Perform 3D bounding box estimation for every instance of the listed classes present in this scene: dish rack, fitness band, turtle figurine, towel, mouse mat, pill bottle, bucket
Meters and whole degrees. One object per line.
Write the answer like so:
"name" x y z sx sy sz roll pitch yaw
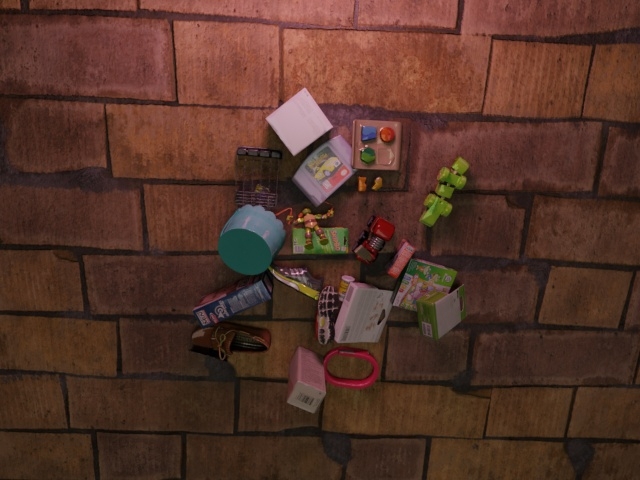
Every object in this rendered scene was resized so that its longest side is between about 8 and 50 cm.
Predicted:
"dish rack" -0.278 -0.274 1.823 0.209 0.074 0.271 5 101 -2
"fitness band" 0.149 0.647 2.091 0.291 0.054 0.208 10 107 -3
"turtle figurine" -0.056 -0.066 1.852 0.270 0.087 0.217 -9 60 -12
"towel" -0.275 -0.210 1.877 0.060 0.009 0.083 27 102 -9
"mouse mat" -0.543 0.558 2.003 0.190 0.152 0.007 20 74 -6
"pill bottle" 0.122 0.231 1.973 0.065 0.065 0.116 10 104 -4
"bucket" -0.303 0.004 1.801 0.282 0.183 0.281 6 122 9

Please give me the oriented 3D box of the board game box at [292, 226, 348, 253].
"board game box" 0.000 0.000 1.926 0.260 0.039 0.124 0 104 1

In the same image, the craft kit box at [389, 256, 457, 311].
"craft kit box" 0.493 0.224 1.980 0.247 0.061 0.249 15 104 -13

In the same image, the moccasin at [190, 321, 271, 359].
"moccasin" -0.431 0.486 1.980 0.381 0.147 0.139 12 103 -5

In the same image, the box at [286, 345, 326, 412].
"box" -0.067 0.647 1.948 0.148 0.311 0.121 26 102 -7

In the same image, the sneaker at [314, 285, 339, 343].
"sneaker" 0.012 0.354 1.983 0.108 0.118 0.278 11 83 -23

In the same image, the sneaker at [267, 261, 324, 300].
"sneaker" -0.119 0.164 1.942 0.300 0.111 0.121 30 79 -5

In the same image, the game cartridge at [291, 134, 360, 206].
"game cartridge" 0.025 -0.315 1.821 0.294 0.060 0.196 -43 98 2

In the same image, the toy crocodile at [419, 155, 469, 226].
"toy crocodile" 0.553 -0.219 1.860 0.115 0.105 0.340 22 107 -7

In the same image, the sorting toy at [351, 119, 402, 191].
"sorting toy" 0.246 -0.366 1.798 0.229 0.041 0.306 1 96 -11

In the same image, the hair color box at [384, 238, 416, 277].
"hair color box" 0.371 0.084 1.928 0.053 0.093 0.167 31 101 -9

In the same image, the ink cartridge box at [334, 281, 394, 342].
"ink cartridge box" 0.213 0.355 2.001 0.261 0.066 0.296 10 106 -34

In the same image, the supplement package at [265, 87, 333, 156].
"supplement package" -0.087 -0.494 1.736 0.203 0.149 0.194 -36 103 7

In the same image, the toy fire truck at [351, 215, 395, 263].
"toy fire truck" 0.229 0.008 1.825 0.159 0.246 0.217 29 102 -9

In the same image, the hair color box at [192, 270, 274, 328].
"hair color box" -0.398 0.265 1.911 0.348 0.174 0.105 -25 103 4

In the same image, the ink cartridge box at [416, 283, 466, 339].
"ink cartridge box" 0.578 0.325 1.951 0.255 0.097 0.188 -22 110 -36
